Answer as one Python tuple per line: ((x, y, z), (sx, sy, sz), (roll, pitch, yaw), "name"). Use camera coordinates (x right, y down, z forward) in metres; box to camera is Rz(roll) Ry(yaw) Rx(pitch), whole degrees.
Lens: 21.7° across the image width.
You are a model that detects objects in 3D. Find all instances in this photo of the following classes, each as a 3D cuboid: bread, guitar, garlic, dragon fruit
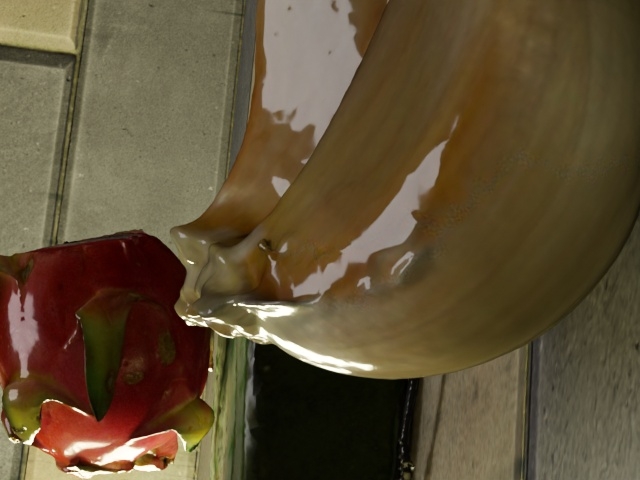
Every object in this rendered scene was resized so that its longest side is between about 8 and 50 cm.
((-0.015, 0.141, 1.384), (0.382, 0.129, 0.366), (-100, 16, -63), "bread")
((0.077, 0.068, 1.154), (0.088, 0.025, 0.233), (-119, 36, -77), "guitar")
((0.050, -0.077, 0.827), (0.313, 0.249, 0.286), (-64, -11, -5), "garlic")
((-0.199, 0.101, 1.490), (0.224, 0.224, 0.227), (156, 112, -81), "dragon fruit")
